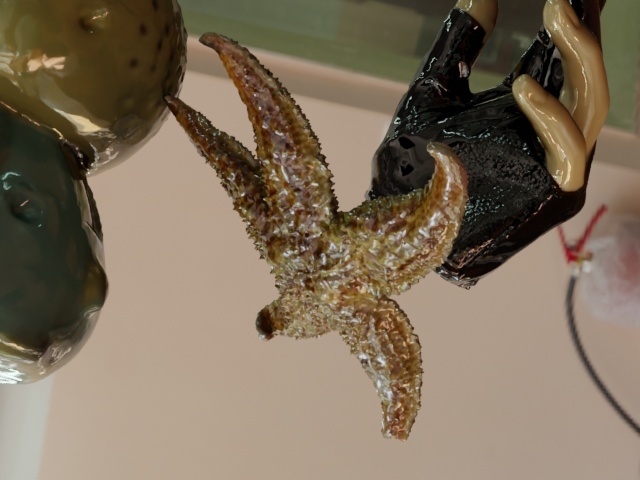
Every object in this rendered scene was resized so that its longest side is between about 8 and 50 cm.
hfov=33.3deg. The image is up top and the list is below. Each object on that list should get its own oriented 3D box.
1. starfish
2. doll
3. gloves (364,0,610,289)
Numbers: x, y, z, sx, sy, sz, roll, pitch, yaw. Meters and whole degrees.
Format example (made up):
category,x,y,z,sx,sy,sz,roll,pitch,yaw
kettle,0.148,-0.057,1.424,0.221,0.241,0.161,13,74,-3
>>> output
category,x,y,z,sx,sy,sz,roll,pitch,yaw
starfish,-0.001,0.000,0.539,0.043,0.227,0.240,-40,4,-33
doll,-0.169,-0.062,0.585,0.177,0.161,0.261,75,-152,-70
gloves,0.153,-0.113,0.895,0.152,0.197,0.301,0,-55,-46
